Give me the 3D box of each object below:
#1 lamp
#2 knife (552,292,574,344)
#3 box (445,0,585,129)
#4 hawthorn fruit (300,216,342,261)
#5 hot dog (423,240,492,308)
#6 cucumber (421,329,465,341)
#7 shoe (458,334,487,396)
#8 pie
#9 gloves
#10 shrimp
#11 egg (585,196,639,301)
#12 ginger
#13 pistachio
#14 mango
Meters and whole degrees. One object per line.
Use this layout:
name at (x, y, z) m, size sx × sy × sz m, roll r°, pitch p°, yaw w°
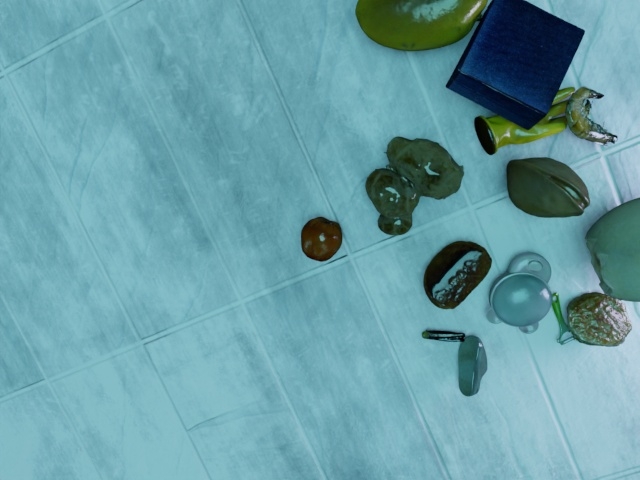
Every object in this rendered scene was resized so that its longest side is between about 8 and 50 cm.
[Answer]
lamp at (0.612, 0.156, 1.487) m, size 0.180 × 0.108 × 0.246 m, roll 16°, pitch 101°, yaw -1°
knife at (0.742, 0.239, 1.527) m, size 0.078 × 0.022 × 0.166 m, roll -24°, pitch 96°, yaw -12°
box at (0.524, -0.486, 1.337) m, size 0.261 × 0.116 × 0.278 m, roll 28°, pitch 78°, yaw 0°
hawthorn fruit at (0.000, 0.000, 1.522) m, size 0.133 × 0.133 × 0.137 m, roll 19°, pitch 113°, yaw 3°
hot dog at (0.415, 0.102, 1.504) m, size 0.160 × 0.099 × 0.227 m, roll 45°, pitch 101°, yaw -2°
cucumber at (0.393, 0.305, 1.578) m, size 0.135 × 0.034 × 0.033 m, roll 4°, pitch 84°, yaw 2°
shoe at (0.490, 0.398, 1.572) m, size 0.078 × 0.079 × 0.195 m, roll 6°, pitch 91°, yaw -34°
pie at (0.839, 0.239, 1.492) m, size 0.194 × 0.079 × 0.163 m, roll 12°, pitch 88°, yaw 3°
gloves at (0.602, -0.357, 1.407) m, size 0.295 × 0.116 × 0.133 m, roll -23°, pitch 105°, yaw 3°
shrimp at (0.766, -0.347, 1.384) m, size 0.217 × 0.051 × 0.150 m, roll 17°, pitch 80°, yaw -26°
egg at (0.913, 0.015, 1.339) m, size 0.336 × 0.278 × 0.278 m, roll -21°, pitch 97°, yaw 14°
ginger at (0.253, -0.162, 1.462) m, size 0.245 × 0.155 × 0.304 m, roll 40°, pitch 110°, yaw -8°
pistachio at (0.620, -0.148, 1.358) m, size 0.213 × 0.260 × 0.162 m, roll 33°, pitch 92°, yaw -9°
mango at (0.276, -0.651, 1.344) m, size 0.365 × 0.182 × 0.252 m, roll -9°, pitch 100°, yaw 7°
